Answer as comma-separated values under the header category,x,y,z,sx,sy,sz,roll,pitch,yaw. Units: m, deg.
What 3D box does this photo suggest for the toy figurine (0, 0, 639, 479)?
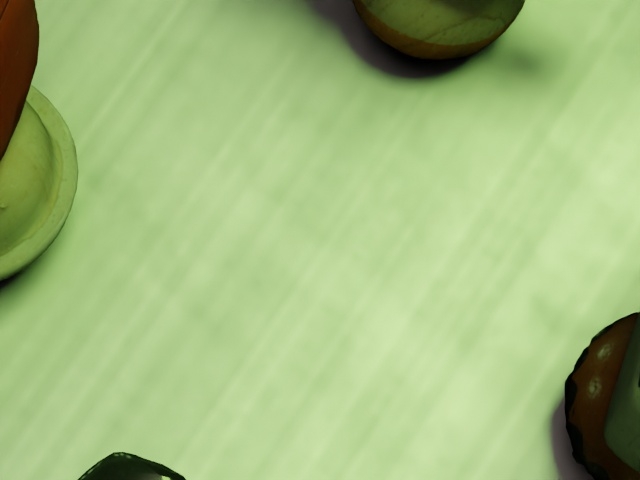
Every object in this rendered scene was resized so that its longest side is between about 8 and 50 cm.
category,x,y,z,sx,sy,sz,roll,pitch,yaw
toy figurine,0.000,0.000,0.443,0.210,0.148,0.213,-26,73,-12
